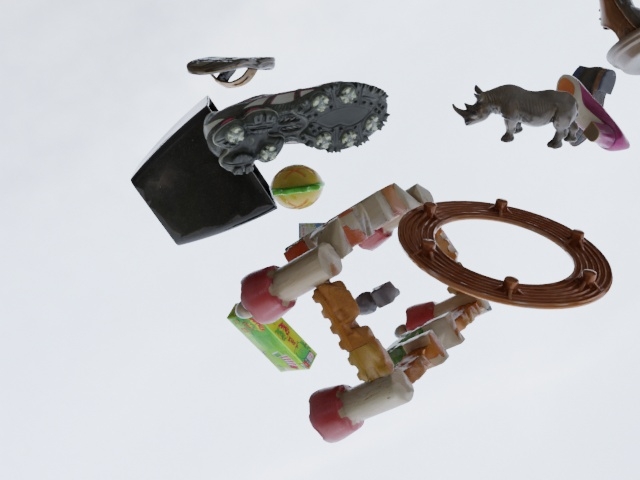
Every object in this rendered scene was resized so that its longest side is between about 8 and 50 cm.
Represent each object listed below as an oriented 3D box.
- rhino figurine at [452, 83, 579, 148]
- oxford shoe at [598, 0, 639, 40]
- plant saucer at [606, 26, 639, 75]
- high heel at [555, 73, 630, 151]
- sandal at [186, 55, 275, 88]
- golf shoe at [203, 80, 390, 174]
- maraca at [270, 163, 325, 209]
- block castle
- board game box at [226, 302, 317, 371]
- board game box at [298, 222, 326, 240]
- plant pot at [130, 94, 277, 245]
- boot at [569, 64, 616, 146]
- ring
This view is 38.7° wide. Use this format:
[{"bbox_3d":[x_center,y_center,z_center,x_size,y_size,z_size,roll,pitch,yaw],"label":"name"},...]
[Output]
[{"bbox_3d":[0.371,-0.244,1.730,0.243,0.106,0.073,9,-145,10],"label":"rhino figurine"},{"bbox_3d":[0.563,-0.456,1.775,0.076,0.076,0.212,8,-132,-30],"label":"oxford shoe"},{"bbox_3d":[0.669,-0.368,1.679,0.277,0.041,0.278,-13,170,-2],"label":"plant saucer"},{"bbox_3d":[0.658,-0.310,2.207,0.117,0.082,0.244,11,-143,-31],"label":"high heel"},{"bbox_3d":[-0.164,-0.321,1.745,0.090,0.060,0.219,9,-165,30],"label":"sandal"},{"bbox_3d":[-0.035,-0.183,1.303,0.272,0.105,0.120,-14,-146,-18],"label":"golf shoe"},{"bbox_3d":[-0.053,-0.115,1.997,0.127,0.099,0.186,-10,-172,2],"label":"maraca"},{"bbox_3d":[0.075,0.104,1.531,0.212,0.303,0.453,-29,-179,34],"label":"block castle"},{"bbox_3d":[-0.099,0.198,1.885,0.092,0.181,0.043,-14,-143,45],"label":"board game box"},{"bbox_3d":[0.000,0.000,2.132,0.103,0.026,0.154,-1,-155,-1],"label":"board game box"},{"bbox_3d":[-0.191,-0.098,1.441,0.167,0.188,0.187,-34,-164,3],"label":"plant pot"},{"bbox_3d":[0.693,-0.362,2.426,0.106,0.082,0.219,36,-76,49],"label":"boot"},{"bbox_3d":[0.285,0.006,1.409,0.336,0.032,0.337,7,-153,-3],"label":"ring"}]
